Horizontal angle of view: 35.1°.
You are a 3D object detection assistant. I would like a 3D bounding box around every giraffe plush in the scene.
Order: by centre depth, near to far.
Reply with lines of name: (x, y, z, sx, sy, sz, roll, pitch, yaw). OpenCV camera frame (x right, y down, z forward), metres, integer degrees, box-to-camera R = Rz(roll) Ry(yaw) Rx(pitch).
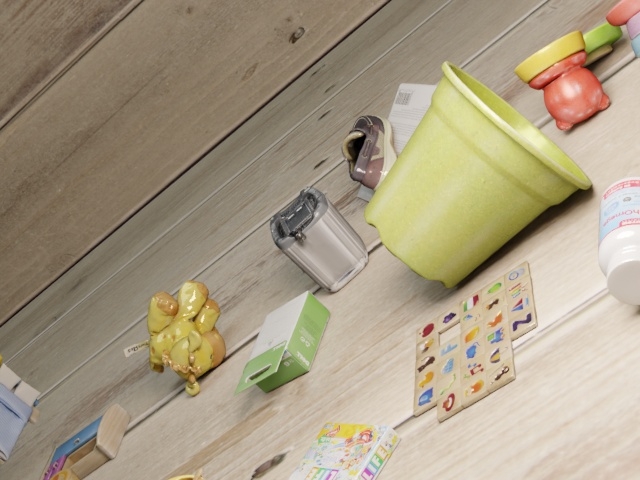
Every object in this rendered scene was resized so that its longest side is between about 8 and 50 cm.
giraffe plush: (-0.261, 0.203, 1.996, 0.210, 0.181, 0.170, -39, 37, -18)

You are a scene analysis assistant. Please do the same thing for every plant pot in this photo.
plant pot: (0.207, -0.079, 1.489, 0.254, 0.276, 0.276, -50, 16, 17)

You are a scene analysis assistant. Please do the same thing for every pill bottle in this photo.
pill bottle: (0.371, 0.001, 1.188, 0.087, 0.087, 0.160, -32, 22, 32)

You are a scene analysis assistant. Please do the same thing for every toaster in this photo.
toaster: (0.000, 0.000, 1.876, 0.129, 0.146, 0.227, -44, 17, 3)

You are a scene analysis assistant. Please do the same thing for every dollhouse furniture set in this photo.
dollhouse furniture set: (-0.581, 0.376, 2.022, 0.198, 0.303, 0.286, -37, 19, 21)

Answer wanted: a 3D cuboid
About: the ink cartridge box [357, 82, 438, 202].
ink cartridge box: (0.188, -0.179, 2.010, 0.261, 0.066, 0.296, -69, 18, 4)

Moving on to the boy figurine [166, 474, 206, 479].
boy figurine: (-0.267, 0.433, 1.482, 0.285, 0.177, 0.092, -17, -17, -49)

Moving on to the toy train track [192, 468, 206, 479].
toy train track: (-0.184, 0.365, 1.446, 0.048, 0.014, 0.083, -20, 32, 38)

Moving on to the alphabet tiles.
alphabet tiles: (0.206, 0.140, 1.359, 0.198, 0.009, 0.237, -35, 20, 23)

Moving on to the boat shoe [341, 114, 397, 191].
boat shoe: (0.090, -0.189, 2.048, 0.285, 0.092, 0.102, -98, 31, -58)

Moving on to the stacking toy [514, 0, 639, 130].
stacking toy: (0.499, -0.307, 1.652, 0.309, 0.130, 0.279, -31, -4, 26)

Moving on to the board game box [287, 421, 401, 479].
board game box: (0.030, 0.294, 1.356, 0.154, 0.026, 0.103, -13, 35, 57)

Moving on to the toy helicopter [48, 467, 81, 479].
toy helicopter: (-0.529, 0.548, 1.806, 0.235, 0.140, 0.355, -24, 25, 39)

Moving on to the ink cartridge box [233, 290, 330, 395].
ink cartridge box: (-0.063, 0.190, 1.724, 0.109, 0.062, 0.209, -31, 22, 33)
